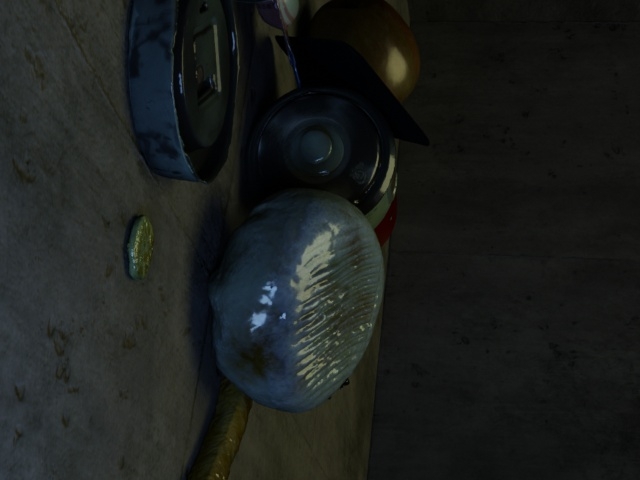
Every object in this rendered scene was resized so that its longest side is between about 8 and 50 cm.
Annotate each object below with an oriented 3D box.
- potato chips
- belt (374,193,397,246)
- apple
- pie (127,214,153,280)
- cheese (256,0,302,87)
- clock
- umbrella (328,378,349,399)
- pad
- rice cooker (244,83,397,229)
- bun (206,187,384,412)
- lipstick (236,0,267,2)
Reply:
[{"bbox_3d":[-0.170,0.343,1.704,0.407,0.057,0.080,-69,145,-59],"label":"potato chips"},{"bbox_3d":[0.032,-0.121,2.251,0.115,0.227,0.324,72,4,-62],"label":"belt"},{"bbox_3d":[0.088,-0.403,2.415,0.257,0.256,0.234,-71,158,-57],"label":"apple"},{"bbox_3d":[-0.229,0.011,1.429,0.085,0.017,0.085,3,90,-81],"label":"pie"},{"bbox_3d":[-0.072,-0.403,1.926,0.189,0.074,0.286,-97,173,-65],"label":"cheese"},{"bbox_3d":[-0.178,-0.238,1.521,0.325,0.067,0.325,2,90,-80],"label":"clock"},{"bbox_3d":[0.013,0.276,2.501,0.336,0.128,0.154,48,43,-79],"label":"umbrella"},{"bbox_3d":[0.089,-0.270,2.030,0.315,0.063,0.375,49,-9,-25],"label":"pad"},{"bbox_3d":[0.008,-0.130,2.018,0.316,0.264,0.317,6,90,-82],"label":"rice cooker"},{"bbox_3d":[-0.046,0.093,1.806,0.362,0.211,0.362,-26,121,-55],"label":"bun"},{"bbox_3d":[-0.137,-0.431,1.676,0.289,0.077,0.076,25,68,-77],"label":"lipstick"}]
